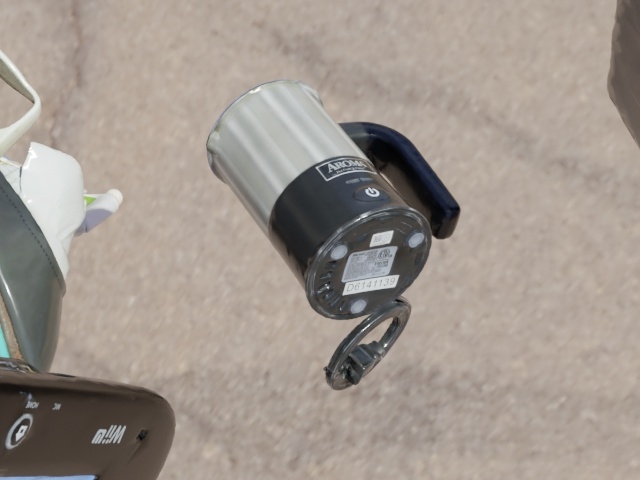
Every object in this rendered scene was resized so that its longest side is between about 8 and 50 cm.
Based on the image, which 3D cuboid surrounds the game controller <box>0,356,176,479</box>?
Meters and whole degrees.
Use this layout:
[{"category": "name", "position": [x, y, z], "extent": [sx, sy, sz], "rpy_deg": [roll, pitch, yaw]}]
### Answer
[{"category": "game controller", "position": [-0.144, 0.112, 0.559], "extent": [0.067, 0.319, 0.166], "rpy_deg": [42, 95, 16]}]

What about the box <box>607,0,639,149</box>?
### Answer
[{"category": "box", "position": [0.380, -0.057, 0.827], "extent": [0.297, 0.472, 0.480], "rpy_deg": [-22, 65, -7]}]

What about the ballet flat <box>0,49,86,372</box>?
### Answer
[{"category": "ballet flat", "position": [-0.201, -0.047, 1.024], "extent": [0.096, 0.095, 0.280], "rpy_deg": [-26, 76, -15]}]

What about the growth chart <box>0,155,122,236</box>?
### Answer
[{"category": "growth chart", "position": [-0.281, -0.058, 1.405], "extent": [0.237, 0.021, 0.172], "rpy_deg": [20, 13, -7]}]

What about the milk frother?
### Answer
[{"category": "milk frother", "position": [0.000, 0.000, 1.049], "extent": [0.129, 0.143, 0.135], "rpy_deg": [8, 33, -41]}]
